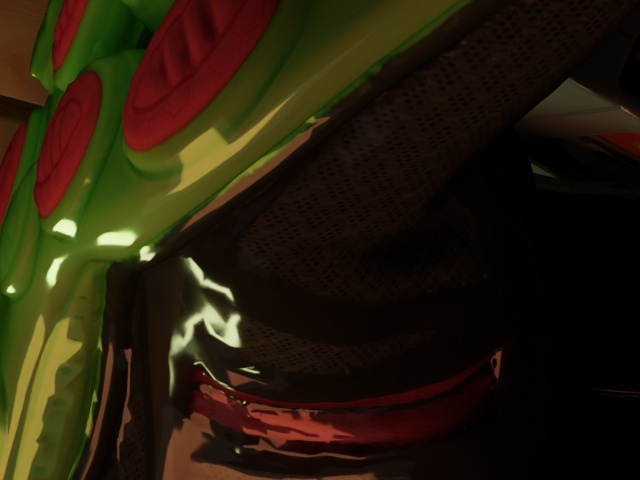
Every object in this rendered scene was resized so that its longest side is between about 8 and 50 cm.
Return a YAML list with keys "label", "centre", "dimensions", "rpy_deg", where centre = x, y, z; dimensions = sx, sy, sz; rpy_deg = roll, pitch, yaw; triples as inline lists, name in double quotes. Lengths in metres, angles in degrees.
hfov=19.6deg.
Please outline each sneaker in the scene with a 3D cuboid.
- label: "sneaker"
  centre: [0.000, 0.000, 0.596]
  dimensions: [0.202, 0.185, 0.483]
  rpy_deg: [13, 144, -16]

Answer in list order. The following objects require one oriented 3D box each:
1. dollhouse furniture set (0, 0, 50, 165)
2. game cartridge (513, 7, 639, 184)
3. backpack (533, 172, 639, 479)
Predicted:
- label: "dollhouse furniture set"
  centre: [-0.155, -0.085, 0.733]
  dimensions: [0.303, 0.355, 0.174]
  rpy_deg: [15, -137, -27]
- label: "game cartridge"
  centre: [0.168, -0.033, 0.785]
  dimensions: [0.294, 0.060, 0.196]
  rpy_deg: [28, 178, -13]
- label: "backpack"
  centre: [0.091, 0.085, 0.802]
  dimensions: [0.253, 0.225, 0.191]
  rpy_deg: [15, 165, 42]
